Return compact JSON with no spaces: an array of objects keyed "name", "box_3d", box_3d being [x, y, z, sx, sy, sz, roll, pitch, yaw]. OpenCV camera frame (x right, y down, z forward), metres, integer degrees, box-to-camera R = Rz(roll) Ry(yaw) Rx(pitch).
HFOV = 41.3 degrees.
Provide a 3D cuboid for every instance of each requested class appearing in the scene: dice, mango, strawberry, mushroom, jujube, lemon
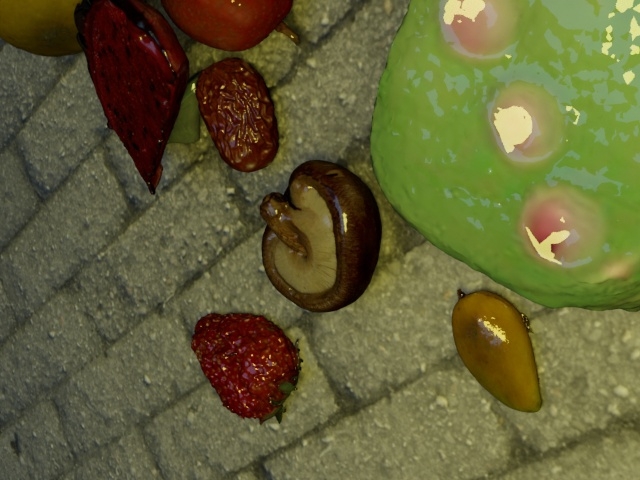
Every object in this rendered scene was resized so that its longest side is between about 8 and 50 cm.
[{"name":"dice","box_3d":[0.261,-0.141,0.841,0.330,0.318,0.322,32,123,17]},{"name":"mango","box_3d":[0.230,0.144,1.112,0.101,0.066,0.188,-26,90,39]},{"name":"strawberry","box_3d":[-0.134,0.186,1.385,0.228,0.098,0.174,46,122,23]},{"name":"mushroom","box_3d":[0.009,-0.006,1.226,0.194,0.138,0.231,46,135,8]},{"name":"jujube","box_3d":[-0.125,-0.192,1.313,0.176,0.109,0.112,68,165,-2]},{"name":"lemon","box_3d":[-0.453,-0.453,1.416,0.297,0.297,0.297,8,103,38]}]

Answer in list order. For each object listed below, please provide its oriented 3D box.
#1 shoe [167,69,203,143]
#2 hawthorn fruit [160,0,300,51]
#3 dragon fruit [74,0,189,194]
[{"name":"shoe","box_3d":[-0.230,-0.199,1.424,0.078,0.079,0.195,41,120,-14]},{"name":"hawthorn fruit","box_3d":[-0.119,-0.358,1.239,0.225,0.196,0.196,37,123,-2]},{"name":"dragon fruit","box_3d":[-0.276,-0.267,1.289,0.282,0.100,0.343,54,152,11]}]
